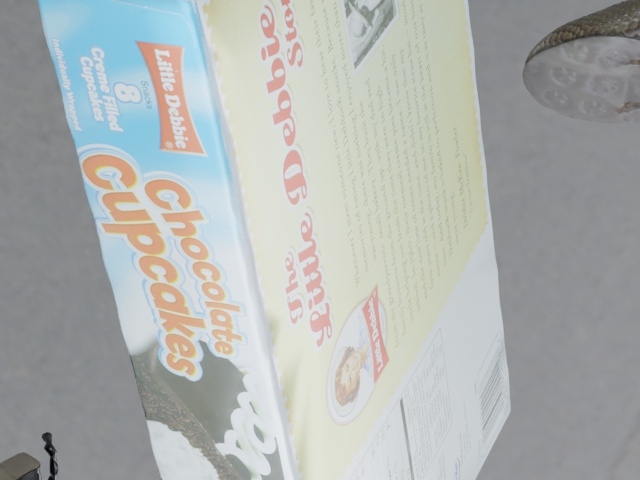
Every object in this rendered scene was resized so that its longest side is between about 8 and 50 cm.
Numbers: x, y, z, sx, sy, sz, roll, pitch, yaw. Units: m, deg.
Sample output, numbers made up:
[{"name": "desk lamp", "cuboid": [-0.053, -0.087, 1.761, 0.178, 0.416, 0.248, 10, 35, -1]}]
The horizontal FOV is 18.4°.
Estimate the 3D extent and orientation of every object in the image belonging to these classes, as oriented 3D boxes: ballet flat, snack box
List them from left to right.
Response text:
[{"name": "snack box", "cuboid": [0.000, 0.000, 0.708, 0.187, 0.060, 0.322, -56, 146, -44]}, {"name": "ballet flat", "cuboid": [0.232, -0.129, 1.182, 0.084, 0.250, 0.058, 42, 49, -32]}]

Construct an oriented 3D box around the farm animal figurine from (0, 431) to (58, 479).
[{"name": "farm animal figurine", "cuboid": [-0.279, 0.217, 1.090, 0.326, 0.330, 0.172, -18, 124, -26]}]
